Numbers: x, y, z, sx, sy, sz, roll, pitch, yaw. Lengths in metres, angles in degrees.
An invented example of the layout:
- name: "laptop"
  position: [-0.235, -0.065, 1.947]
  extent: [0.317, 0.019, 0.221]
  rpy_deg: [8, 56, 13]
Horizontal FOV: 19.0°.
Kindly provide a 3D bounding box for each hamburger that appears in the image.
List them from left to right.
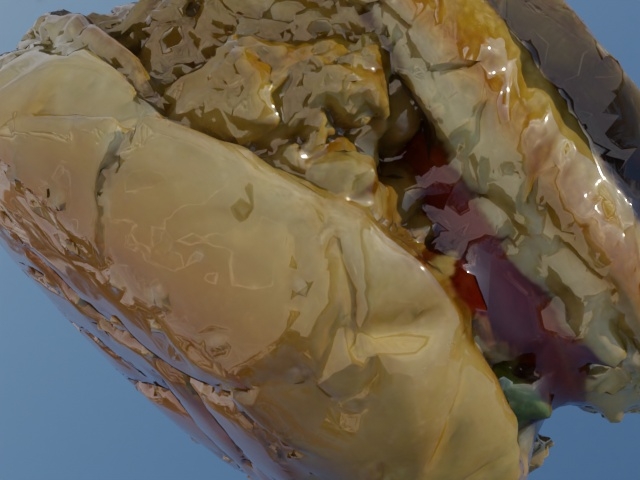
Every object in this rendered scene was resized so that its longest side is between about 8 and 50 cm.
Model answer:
- name: "hamburger"
  position: [0.000, 0.000, 0.652]
  extent: [0.163, 0.244, 0.244]
  rpy_deg: [-44, -165, -20]
